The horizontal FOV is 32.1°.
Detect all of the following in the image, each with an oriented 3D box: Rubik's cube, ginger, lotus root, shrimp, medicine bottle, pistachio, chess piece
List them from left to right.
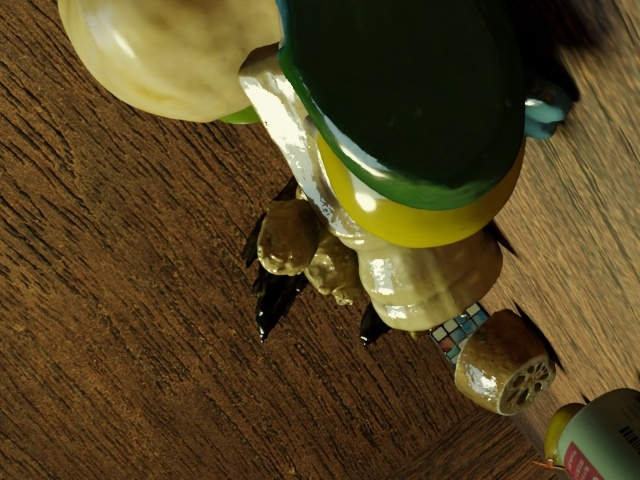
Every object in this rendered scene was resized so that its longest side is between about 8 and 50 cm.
[{"bbox_3d":[-0.133,-0.239,1.086,0.230,0.230,0.309,53,-176,24],"label":"pistachio"},{"bbox_3d":[0.000,0.010,1.086,0.214,0.058,0.133,-43,-61,-68],"label":"ginger"},{"bbox_3d":[0.033,0.020,1.256,0.233,0.071,0.365,55,-142,-18],"label":"shrimp"},{"bbox_3d":[0.044,-0.059,1.012,0.301,0.137,0.137,53,180,-30],"label":"chess piece"},{"bbox_3d":[0.225,0.142,1.781,0.092,0.092,0.092,54,-179,39],"label":"Rubik's cube"},{"bbox_3d":[0.218,0.152,1.321,0.081,0.112,0.122,45,175,36],"label":"lotus root"},{"bbox_3d":[0.278,0.215,0.847,0.217,0.090,0.090,53,-179,40],"label":"medicine bottle"}]

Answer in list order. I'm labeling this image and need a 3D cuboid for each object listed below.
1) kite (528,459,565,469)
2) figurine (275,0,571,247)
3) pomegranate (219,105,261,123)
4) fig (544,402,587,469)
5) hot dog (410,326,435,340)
[{"bbox_3d":[0.295,0.211,0.970,0.222,0.008,0.125,11,178,-42],"label":"kite"},{"bbox_3d":[0.035,-0.087,0.555,0.185,0.127,0.234,57,-169,4],"label":"figurine"},{"bbox_3d":[-0.101,-0.248,1.381,0.156,0.156,0.220,-125,17,-86],"label":"pomegranate"},{"bbox_3d":[0.300,0.237,1.321,0.074,0.088,0.074,39,164,13],"label":"fig"},{"bbox_3d":[0.087,-0.026,1.200,0.262,0.093,0.123,64,-163,-15],"label":"hot dog"}]
